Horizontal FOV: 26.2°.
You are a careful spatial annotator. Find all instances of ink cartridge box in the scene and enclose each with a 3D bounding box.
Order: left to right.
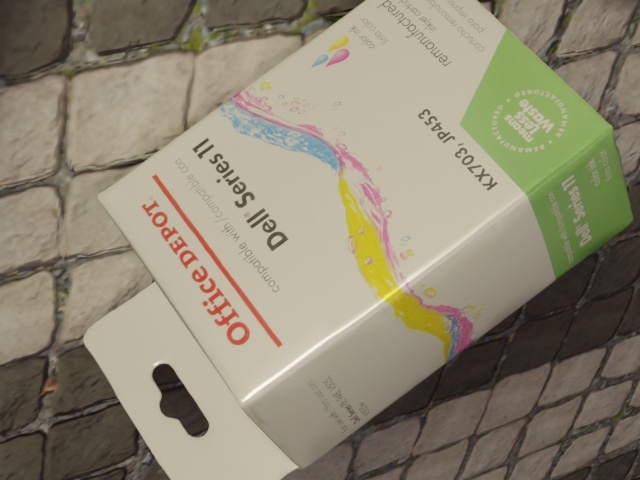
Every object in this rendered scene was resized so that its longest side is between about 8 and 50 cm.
[{"bbox_3d":[0.000,0.000,0.908,0.353,0.207,0.119,-37,146,-4],"label":"ink cartridge box"}]
